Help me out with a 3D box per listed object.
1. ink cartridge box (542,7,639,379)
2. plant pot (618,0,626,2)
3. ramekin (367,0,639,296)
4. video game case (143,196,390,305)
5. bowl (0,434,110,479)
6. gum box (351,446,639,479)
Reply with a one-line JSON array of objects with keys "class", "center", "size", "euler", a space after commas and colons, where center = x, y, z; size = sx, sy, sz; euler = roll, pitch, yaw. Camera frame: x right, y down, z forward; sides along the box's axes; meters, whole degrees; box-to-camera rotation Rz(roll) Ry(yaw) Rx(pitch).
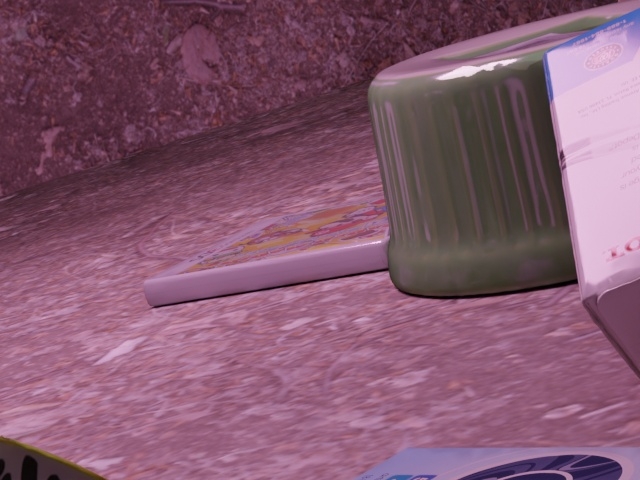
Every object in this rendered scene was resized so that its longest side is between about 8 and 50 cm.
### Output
[{"class": "ink cartridge box", "center": [0.194, -0.039, 0.907], "size": [0.139, 0.082, 0.191], "euler": [-24, 40, 20]}, {"class": "plant pot", "center": [0.409, -0.197, 1.490], "size": [0.274, 0.257, 0.256], "euler": [9, 19, 27]}, {"class": "ramekin", "center": [0.178, -0.077, 1.301], "size": [0.303, 0.148, 0.303], "euler": [-15, 9, 2]}, {"class": "video game case", "center": [0.000, 0.000, 1.521], "size": [0.227, 0.026, 0.206], "euler": [-10, 10, 30]}, {"class": "bowl", "center": [-0.081, 0.133, 0.517], "size": [0.170, 0.170, 0.080], "euler": [-7, 43, 43]}, {"class": "gum box", "center": [0.057, 0.116, 0.646], "size": [0.184, 0.041, 0.157], "euler": [-5, 13, 43]}]
